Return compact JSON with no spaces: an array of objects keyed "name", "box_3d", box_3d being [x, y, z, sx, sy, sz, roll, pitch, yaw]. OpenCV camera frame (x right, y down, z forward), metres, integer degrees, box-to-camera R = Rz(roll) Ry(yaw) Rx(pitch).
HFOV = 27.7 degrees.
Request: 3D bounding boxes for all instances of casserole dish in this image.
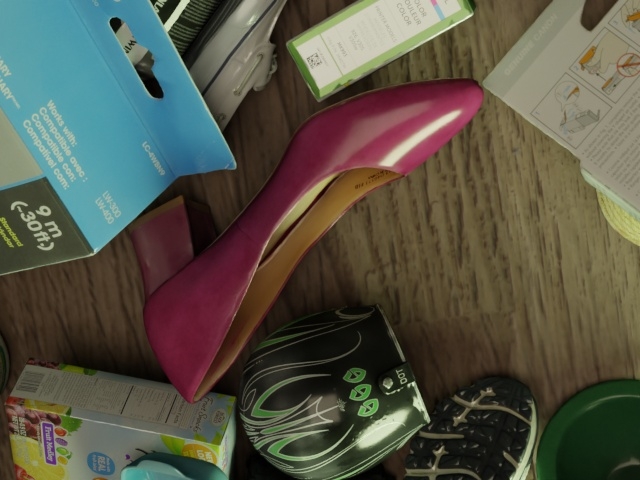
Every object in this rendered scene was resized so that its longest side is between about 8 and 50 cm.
[{"name":"casserole dish","box_3d":[-0.112,0.257,1.182,0.114,0.037,0.188,5,129,29]}]

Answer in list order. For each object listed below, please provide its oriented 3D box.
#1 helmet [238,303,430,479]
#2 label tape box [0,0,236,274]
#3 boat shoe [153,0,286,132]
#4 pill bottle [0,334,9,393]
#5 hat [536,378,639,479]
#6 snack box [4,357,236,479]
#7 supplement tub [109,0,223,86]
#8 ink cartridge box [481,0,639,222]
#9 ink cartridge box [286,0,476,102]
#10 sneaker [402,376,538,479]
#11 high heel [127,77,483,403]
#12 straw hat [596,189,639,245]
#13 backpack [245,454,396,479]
[{"name":"helmet","box_3d":[0.005,0.144,1.197,0.162,0.169,0.169,-23,98,-1]},{"name":"label tape box","box_3d":[-0.284,-0.102,1.124,0.348,0.115,0.249,-10,124,28]},{"name":"boat shoe","box_3d":[-0.078,-0.168,1.189,0.076,0.083,0.226,32,112,-23]},{"name":"pill bottle","box_3d":[-0.384,0.142,1.224,0.118,0.208,0.117,2,103,8]},{"name":"hat","box_3d":[0.307,0.262,1.244,0.173,0.183,0.208,-18,57,5]},{"name":"snack box","box_3d":[-0.187,0.211,1.248,0.207,0.070,0.174,9,131,6]},{"name":"supplement tub","box_3d":[-0.148,-0.228,1.156,0.117,0.117,0.190,38,104,-1]},{"name":"ink cartridge box","box_3d":[0.316,-0.158,1.109,0.239,0.060,0.275,42,94,24]},{"name":"ink cartridge box","box_3d":[0.079,-0.201,1.132,0.209,0.109,0.062,-29,97,13]},{"name":"sneaker","box_3d":[0.136,0.266,1.238,0.110,0.122,0.283,20,85,33]},{"name":"high heel","box_3d":[0.000,0.000,1.160,0.377,0.127,0.181,-28,71,26]},{"name":"straw hat","box_3d":[0.317,-0.053,1.154,0.145,0.061,0.144,2,103,7]},{"name":"backpack","box_3d":[-0.006,0.305,1.253,0.152,0.115,0.182,3,106,5]}]
